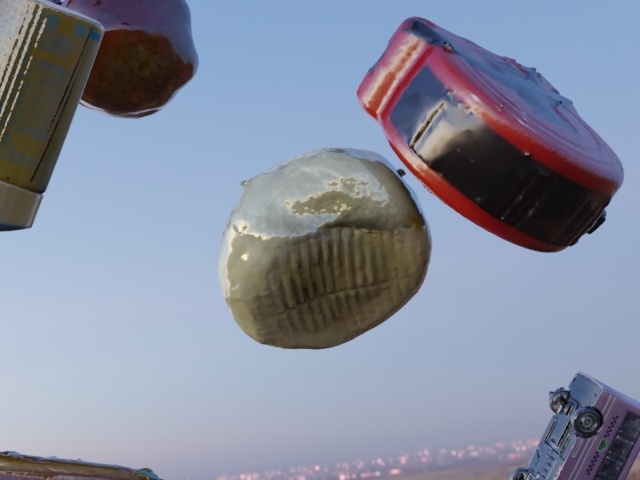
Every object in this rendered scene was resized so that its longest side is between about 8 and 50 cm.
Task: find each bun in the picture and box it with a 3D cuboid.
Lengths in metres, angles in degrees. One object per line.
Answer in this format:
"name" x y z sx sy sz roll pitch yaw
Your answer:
"bun" 0.000 0.000 0.959 0.230 0.145 0.229 -13 -41 -12

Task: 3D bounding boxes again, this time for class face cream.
"face cream" -0.363 -0.142 1.102 0.139 0.285 0.067 21 2 5

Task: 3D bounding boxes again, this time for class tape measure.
"tape measure" 0.178 -0.100 0.919 0.253 0.260 0.114 14 -59 -39

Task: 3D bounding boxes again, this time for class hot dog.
"hot dog" -0.265 0.258 0.888 0.269 0.115 0.072 9 -3 -5

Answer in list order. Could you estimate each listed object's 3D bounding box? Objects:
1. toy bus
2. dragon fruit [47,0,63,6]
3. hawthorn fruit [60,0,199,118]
"toy bus" 0.316 0.269 1.149 0.108 0.198 0.096 24 4 -9
"dragon fruit" -0.573 -0.414 1.719 0.228 0.307 0.243 33 -52 -11
"hawthorn fruit" -0.303 -0.281 1.350 0.208 0.208 0.248 -17 -8 40
